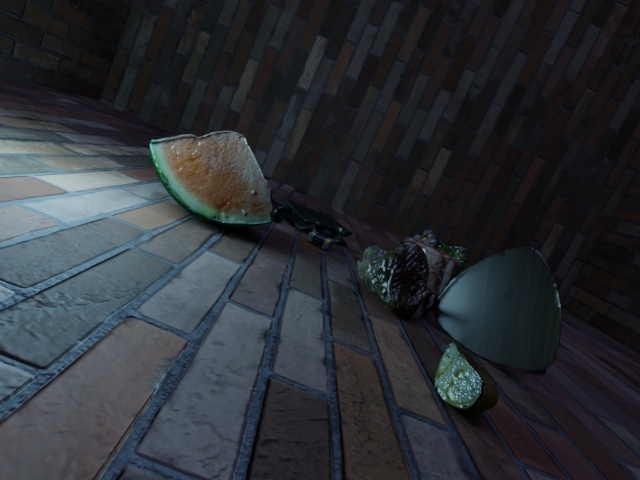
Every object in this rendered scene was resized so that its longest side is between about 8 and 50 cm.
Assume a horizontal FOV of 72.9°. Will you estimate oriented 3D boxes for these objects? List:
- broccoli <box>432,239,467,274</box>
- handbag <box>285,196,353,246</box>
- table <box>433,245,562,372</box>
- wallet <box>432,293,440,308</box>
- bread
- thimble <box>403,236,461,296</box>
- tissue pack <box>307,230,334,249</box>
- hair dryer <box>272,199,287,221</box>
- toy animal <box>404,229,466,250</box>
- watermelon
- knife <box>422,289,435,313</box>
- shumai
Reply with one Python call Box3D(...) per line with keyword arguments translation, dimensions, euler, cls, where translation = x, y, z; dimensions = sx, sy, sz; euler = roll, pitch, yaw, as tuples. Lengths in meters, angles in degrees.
Box3D(translation=(0.489, 0.091, 1.804), dimensions=(0.226, 0.198, 0.176), euler=(35, -1, 18), cls="broccoli")
Box3D(translation=(-0.022, -0.077, 1.809), dimensions=(0.247, 0.079, 0.260), euler=(18, 12, -32), cls="handbag")
Box3D(translation=(0.504, 0.210, 1.203), dimensions=(0.317, 0.317, 0.249), euler=(32, 0, 39), cls="table")
Box3D(translation=(0.515, 0.210, 1.391), dimensions=(0.321, 0.170, 0.044), euler=(21, 55, -27), cls="wallet")
Box3D(translation=(0.257, 0.245, 0.756), dimensions=(0.094, 0.083, 0.157), euler=(23, 11, -21), cls="bread")
Box3D(translation=(0.398, 0.104, 1.629), dimensions=(0.239, 0.162, 0.239), euler=(26, 7, -3), cls="thimble")
Box3D(translation=(0.000, 0.000, 1.552), dimensions=(0.083, 0.042, 0.062), euler=(27, 12, 15), cls="tissue pack")
Box3D(translation=(-0.249, -0.123, 1.596), dimensions=(0.128, 0.070, 0.255), euler=(33, 20, 37), cls="hair dryer")
Box3D(translation=(0.530, 0.057, 2.068), dimensions=(0.325, 0.208, 0.154), euler=(21, -37, 54), cls="toy animal")
Box3D(translation=(-0.267, -0.121, 1.177), dimensions=(0.292, 0.319, 0.222), euler=(-19, 63, -18), cls="watermelon")
Box3D(translation=(0.296, 0.169, 1.178), dimensions=(0.022, 0.046, 0.256), euler=(39, -7, 23), cls="knife")
Box3D(translation=(0.195, 0.117, 1.218), dimensions=(0.183, 0.218, 0.185), euler=(23, -29, -31), cls="shumai")
